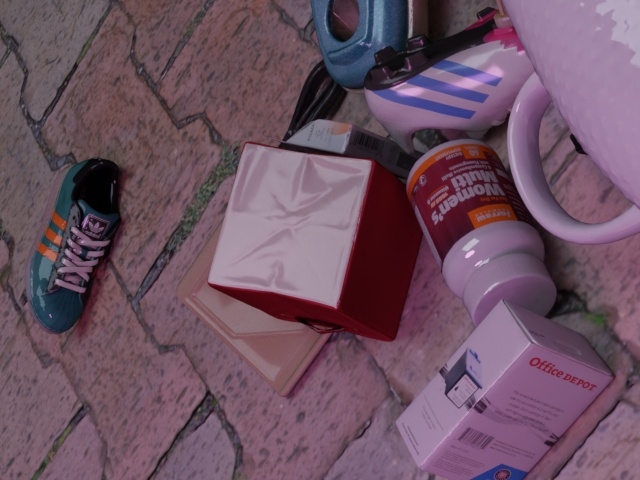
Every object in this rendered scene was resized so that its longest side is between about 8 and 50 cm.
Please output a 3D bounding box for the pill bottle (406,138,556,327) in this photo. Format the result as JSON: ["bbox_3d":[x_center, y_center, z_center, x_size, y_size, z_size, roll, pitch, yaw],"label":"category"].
[{"bbox_3d":[0.186,-0.004,1.717,0.121,0.121,0.221,-46,42,25],"label":"pill bottle"}]

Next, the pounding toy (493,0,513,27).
[{"bbox_3d":[0.255,-0.382,1.749,0.154,0.155,0.269,1,38,34],"label":"pounding toy"}]

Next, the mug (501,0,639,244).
[{"bbox_3d":[0.334,-0.150,1.490,0.374,0.276,0.328,-41,59,35],"label":"mug"}]

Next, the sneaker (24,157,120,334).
[{"bbox_3d":[-0.397,0.000,2.425,0.121,0.108,0.302,-19,57,49],"label":"sneaker"}]

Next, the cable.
[{"bbox_3d":[-0.030,-0.118,2.101,0.139,0.072,0.287,-8,56,47],"label":"cable"}]

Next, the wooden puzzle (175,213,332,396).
[{"bbox_3d":[-0.062,0.055,2.003,0.238,0.044,0.221,43,108,25],"label":"wooden puzzle"}]

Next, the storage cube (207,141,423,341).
[{"bbox_3d":[0.000,0.000,1.833,0.183,0.193,0.215,10,81,26],"label":"storage cube"}]

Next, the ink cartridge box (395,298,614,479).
[{"bbox_3d":[0.197,0.172,1.601,0.191,0.139,0.082,-52,38,18],"label":"ink cartridge box"}]

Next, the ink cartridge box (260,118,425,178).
[{"bbox_3d":[0.031,-0.124,1.938,0.179,0.145,0.045,20,91,50],"label":"ink cartridge box"}]

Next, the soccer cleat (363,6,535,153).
[{"bbox_3d":[0.217,-0.206,1.807,0.331,0.143,0.116,-17,28,22],"label":"soccer cleat"}]

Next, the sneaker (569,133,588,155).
[{"bbox_3d":[0.327,-0.165,1.677,0.084,0.058,0.152,16,91,44],"label":"sneaker"}]

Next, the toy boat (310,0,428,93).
[{"bbox_3d":[0.087,-0.348,1.937,0.318,0.148,0.268,-23,73,48],"label":"toy boat"}]
